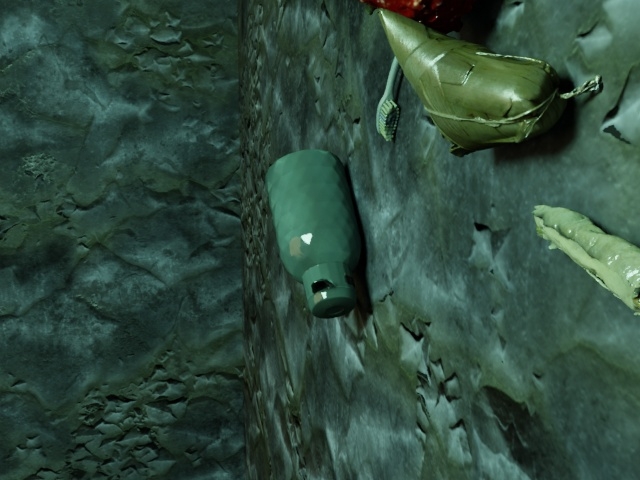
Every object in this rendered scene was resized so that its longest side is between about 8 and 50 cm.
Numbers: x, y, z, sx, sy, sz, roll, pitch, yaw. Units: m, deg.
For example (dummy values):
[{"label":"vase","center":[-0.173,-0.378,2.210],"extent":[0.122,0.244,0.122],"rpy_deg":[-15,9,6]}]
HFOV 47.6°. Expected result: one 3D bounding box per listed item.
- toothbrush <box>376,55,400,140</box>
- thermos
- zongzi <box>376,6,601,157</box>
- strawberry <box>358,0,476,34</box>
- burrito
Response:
[{"label":"toothbrush","center":[0.117,-0.294,0.946],"extent":[0.037,0.028,0.375],"rpy_deg":[-116,27,-44]},{"label":"thermos","center":[0.000,0.000,1.244],"extent":[0.182,0.145,0.286],"rpy_deg":[50,-156,-57]},{"label":"zongzi","center":[0.135,-0.166,0.663],"extent":[0.178,0.081,0.189],"rpy_deg":[50,168,-10]},{"label":"strawberry","center":[0.100,-0.314,0.738],"extent":[0.201,0.184,0.186],"rpy_deg":[133,129,-57]},{"label":"burrito","center":[0.223,0.011,0.571],"extent":[0.045,0.041,0.185],"rpy_deg":[48,-175,-29]}]
